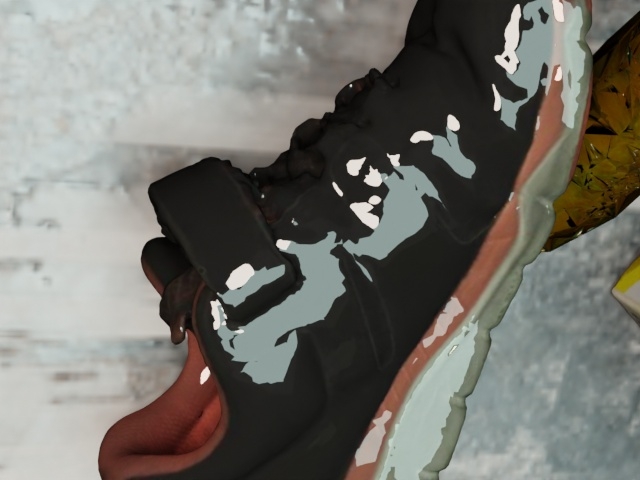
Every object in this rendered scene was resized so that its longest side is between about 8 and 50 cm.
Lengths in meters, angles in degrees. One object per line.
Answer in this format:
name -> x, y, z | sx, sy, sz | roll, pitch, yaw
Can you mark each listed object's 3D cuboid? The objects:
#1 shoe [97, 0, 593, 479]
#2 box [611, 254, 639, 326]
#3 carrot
shoe -> 0.000, 0.000, 0.522 | 0.137, 0.114, 0.291 | 20, 100, -18
box -> 0.267, 0.096, 0.611 | 0.097, 0.168, 0.265 | -44, 115, -1
carrot -> 0.138, -0.066, 0.506 | 0.069, 0.229, 0.069 | 12, 60, -22
